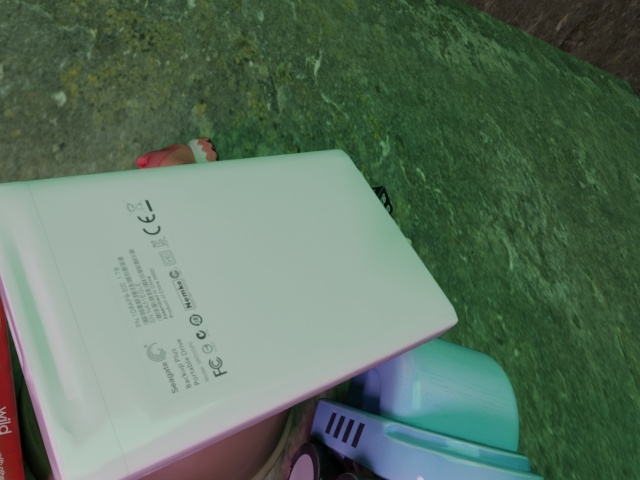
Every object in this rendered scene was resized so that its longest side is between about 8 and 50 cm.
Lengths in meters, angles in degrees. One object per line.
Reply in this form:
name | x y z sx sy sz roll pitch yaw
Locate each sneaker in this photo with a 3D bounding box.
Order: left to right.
sneaker | -0.200 -0.055 0.753 0.136 0.116 0.314 -10 33 -21

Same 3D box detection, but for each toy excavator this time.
toy excavator | 0.115 0.172 0.678 0.222 0.433 0.446 21 75 -15

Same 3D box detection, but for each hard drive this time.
hard drive | -0.065 0.029 0.442 0.352 0.047 0.233 -14 62 -37

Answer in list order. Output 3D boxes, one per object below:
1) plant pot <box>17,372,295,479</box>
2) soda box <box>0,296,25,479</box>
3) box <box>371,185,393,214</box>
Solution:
plant pot | -0.144 0.117 0.555 0.322 0.280 0.323 16 48 -18
soda box | -0.363 0.154 0.524 0.083 0.092 0.263 -5 58 -35
box | 0.000 0.000 0.814 0.051 0.175 0.220 64 37 -26
